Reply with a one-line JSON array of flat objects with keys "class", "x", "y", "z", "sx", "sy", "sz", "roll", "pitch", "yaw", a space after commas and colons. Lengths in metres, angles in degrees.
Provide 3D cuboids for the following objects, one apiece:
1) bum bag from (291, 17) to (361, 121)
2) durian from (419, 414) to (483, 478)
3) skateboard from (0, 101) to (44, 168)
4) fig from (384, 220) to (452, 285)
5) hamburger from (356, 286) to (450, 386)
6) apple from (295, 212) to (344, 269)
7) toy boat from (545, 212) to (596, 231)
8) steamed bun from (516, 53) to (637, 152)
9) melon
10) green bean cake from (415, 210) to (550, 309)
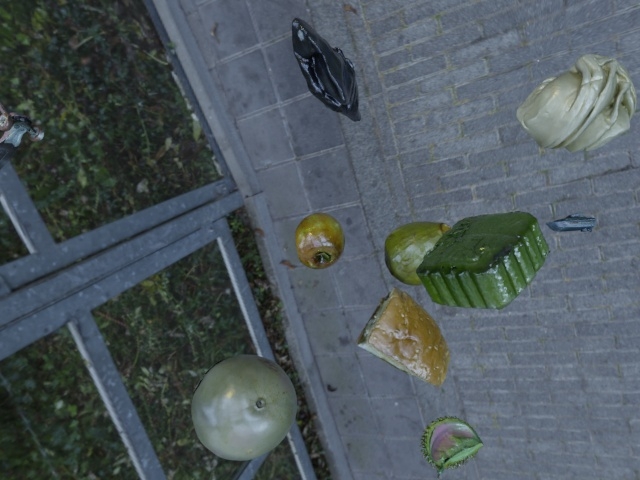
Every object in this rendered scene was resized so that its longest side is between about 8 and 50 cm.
[{"class": "bum bag", "x": 0.025, "y": -0.274, "z": 0.751, "sx": 0.074, "sy": 0.310, "sz": 0.136, "roll": -25, "pitch": 94, "yaw": 16}, {"class": "durian", "x": 0.360, "y": 0.597, "z": 1.285, "sx": 0.137, "sy": 0.221, "sz": 0.095, "roll": 50, "pitch": 128, "yaw": 36}, {"class": "skateboard", "x": -0.255, "y": -0.092, "z": 0.338, "sx": 0.064, "sy": 0.032, "sz": 0.083, "roll": -42, "pitch": 71, "yaw": 11}, {"class": "fig", "x": 0.362, "y": 0.030, "z": 1.604, "sx": 0.239, "sy": 0.239, "sz": 0.271, "roll": 45, "pitch": 120, "yaw": 4}, {"class": "hamburger", "x": 0.195, "y": 0.213, "z": 0.940, "sx": 0.208, "sy": 0.135, "sz": 0.155, "roll": 36, "pitch": 85, "yaw": 8}, {"class": "apple", "x": 0.000, "y": 0.000, "z": 0.899, "sx": 0.099, "sy": 0.101, "sz": 0.114, "roll": -12, "pitch": 138, "yaw": 2}, {"class": "toy boat", "x": 0.786, "y": -0.054, "z": 1.402, "sx": 0.141, "sy": 0.055, "sz": 0.060, "roll": -3, "pitch": 79, "yaw": 4}, {"class": "steamed bun", "x": 0.746, "y": -0.375, "z": 1.255, "sx": 0.289, "sy": 0.203, "sz": 0.275, "roll": 3, "pitch": 124, "yaw": -23}, {"class": "melon", "x": -0.207, "y": 0.438, "z": 1.180, "sx": 0.268, "sy": 0.268, "sz": 0.330, "roll": 50, "pitch": 150, "yaw": 0}, {"class": "green bean cake", "x": 0.323, "y": 0.041, "z": 0.894, "sx": 0.113, "sy": 0.200, "sz": 0.214, "roll": 55, "pitch": 155, "yaw": -18}]
